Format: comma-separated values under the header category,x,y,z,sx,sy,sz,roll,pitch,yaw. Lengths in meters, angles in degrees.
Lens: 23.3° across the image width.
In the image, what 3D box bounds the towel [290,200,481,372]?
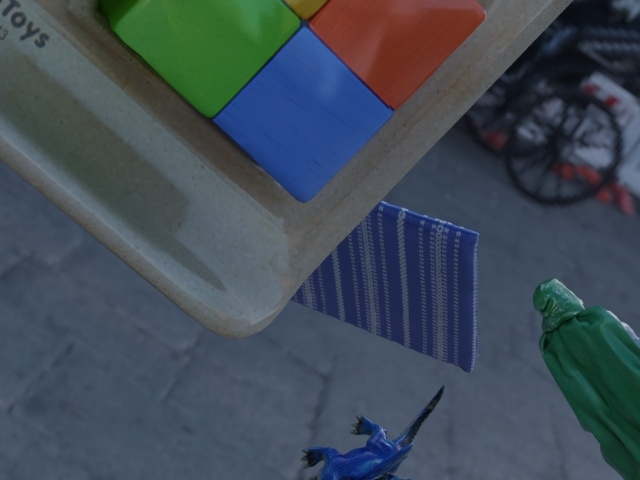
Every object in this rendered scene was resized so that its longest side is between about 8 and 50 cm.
category,x,y,z,sx,sy,sz,roll,pitch,yaw
towel,0.000,0.000,1.478,0.336,0.040,0.243,21,-28,19

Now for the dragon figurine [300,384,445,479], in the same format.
category,x,y,z,sx,sy,sz,roll,pitch,yaw
dragon figurine,0.073,0.290,1.946,0.289,0.085,0.144,-23,27,-23

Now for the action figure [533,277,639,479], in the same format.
category,x,y,z,sx,sy,sz,roll,pitch,yaw
action figure,0.247,0.121,1.228,0.232,0.137,0.063,49,41,-10

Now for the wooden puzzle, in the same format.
category,x,y,z,sx,sy,sz,roll,pitch,yaw
wooden puzzle,-0.016,-0.177,0.510,0.322,0.348,0.080,42,0,-23
